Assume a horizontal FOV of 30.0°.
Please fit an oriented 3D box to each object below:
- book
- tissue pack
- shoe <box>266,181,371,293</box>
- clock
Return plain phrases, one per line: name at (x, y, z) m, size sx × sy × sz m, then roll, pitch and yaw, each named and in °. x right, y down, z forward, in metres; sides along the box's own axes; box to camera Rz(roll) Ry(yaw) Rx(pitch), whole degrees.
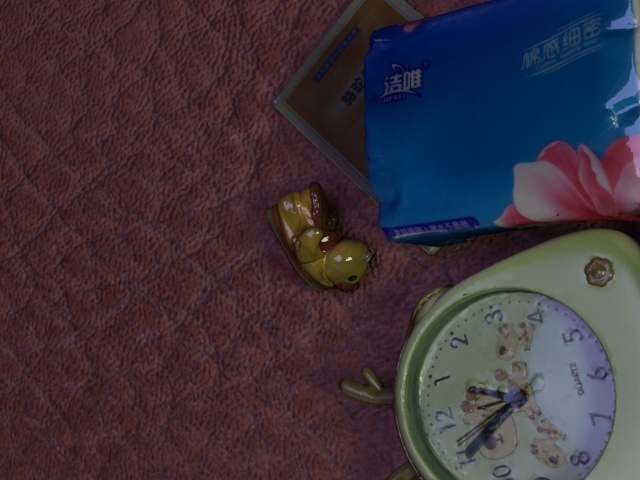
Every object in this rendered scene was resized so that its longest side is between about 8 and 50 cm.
book at (0.080, -0.125, 1.165) m, size 0.242 × 0.018 × 0.170 m, roll 45°, pitch 103°, yaw 25°
tissue pack at (0.172, -0.110, 0.999) m, size 0.270 × 0.137 × 0.209 m, roll -7°, pitch 81°, yaw 43°
shoe at (-0.002, -0.001, 1.158) m, size 0.069 × 0.072 × 0.109 m, roll -40°, pitch 67°, yaw 22°
clock at (0.169, 0.137, 1.037) m, size 0.308 × 0.096 × 0.235 m, roll -20°, pitch 75°, yaw 23°
